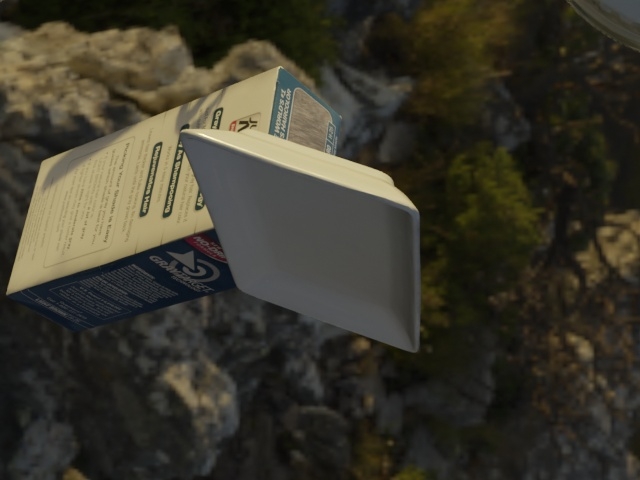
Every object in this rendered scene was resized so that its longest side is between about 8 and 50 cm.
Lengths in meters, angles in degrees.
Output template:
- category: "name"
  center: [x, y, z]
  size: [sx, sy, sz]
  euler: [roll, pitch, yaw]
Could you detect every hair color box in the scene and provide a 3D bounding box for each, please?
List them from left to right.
- category: "hair color box"
  center: [-0.151, -0.032, 1.355]
  size: [0.105, 0.347, 0.173]
  euler: [35, 51, -40]

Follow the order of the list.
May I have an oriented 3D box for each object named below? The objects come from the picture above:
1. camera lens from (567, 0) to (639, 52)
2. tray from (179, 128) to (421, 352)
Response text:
- category: "camera lens"
  center: [0.250, -0.223, 0.864]
  size: [0.274, 0.219, 0.219]
  euler: [-23, 107, -73]
- category: "tray"
  center: [0.000, 0.000, 0.867]
  size: [0.270, 0.145, 0.030]
  euler: [79, 31, -68]
